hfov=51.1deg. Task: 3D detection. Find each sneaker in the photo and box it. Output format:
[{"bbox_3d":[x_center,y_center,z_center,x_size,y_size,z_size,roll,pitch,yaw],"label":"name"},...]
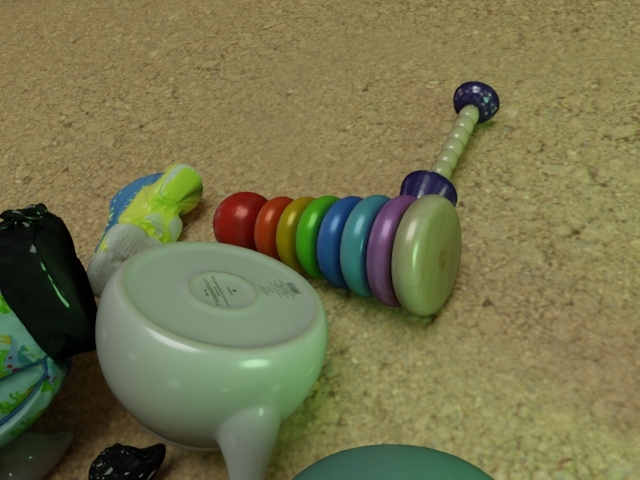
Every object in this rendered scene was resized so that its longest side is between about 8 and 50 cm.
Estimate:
[{"bbox_3d":[-0.271,-0.013,0.971,0.126,0.091,0.240,1,45,43],"label":"sneaker"}]

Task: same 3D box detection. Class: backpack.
[{"bbox_3d":[-0.415,0.140,0.714,0.356,0.273,0.290,-22,12,-16],"label":"backpack"}]

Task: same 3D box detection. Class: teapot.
[{"bbox_3d":[-0.123,0.127,0.713,0.253,0.187,0.256,20,26,8],"label":"teapot"}]

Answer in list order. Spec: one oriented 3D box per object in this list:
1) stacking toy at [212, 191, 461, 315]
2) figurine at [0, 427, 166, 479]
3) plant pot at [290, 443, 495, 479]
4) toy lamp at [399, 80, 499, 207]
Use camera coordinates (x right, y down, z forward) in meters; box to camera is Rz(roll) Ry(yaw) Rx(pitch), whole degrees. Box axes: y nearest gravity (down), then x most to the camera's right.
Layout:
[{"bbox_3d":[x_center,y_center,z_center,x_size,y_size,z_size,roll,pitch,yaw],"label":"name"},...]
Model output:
[{"bbox_3d":[0.000,0.000,0.842,0.331,0.141,0.141,8,49,33],"label":"stacking toy"},{"bbox_3d":[-0.287,0.280,0.676,0.215,0.092,0.209,2,39,25],"label":"figurine"},{"bbox_3d":[0.050,0.282,0.437,0.293,0.292,0.235,-7,32,10],"label":"plant pot"},{"bbox_3d":[0.174,-0.115,0.925,0.080,0.080,0.274,10,49,25],"label":"toy lamp"}]
